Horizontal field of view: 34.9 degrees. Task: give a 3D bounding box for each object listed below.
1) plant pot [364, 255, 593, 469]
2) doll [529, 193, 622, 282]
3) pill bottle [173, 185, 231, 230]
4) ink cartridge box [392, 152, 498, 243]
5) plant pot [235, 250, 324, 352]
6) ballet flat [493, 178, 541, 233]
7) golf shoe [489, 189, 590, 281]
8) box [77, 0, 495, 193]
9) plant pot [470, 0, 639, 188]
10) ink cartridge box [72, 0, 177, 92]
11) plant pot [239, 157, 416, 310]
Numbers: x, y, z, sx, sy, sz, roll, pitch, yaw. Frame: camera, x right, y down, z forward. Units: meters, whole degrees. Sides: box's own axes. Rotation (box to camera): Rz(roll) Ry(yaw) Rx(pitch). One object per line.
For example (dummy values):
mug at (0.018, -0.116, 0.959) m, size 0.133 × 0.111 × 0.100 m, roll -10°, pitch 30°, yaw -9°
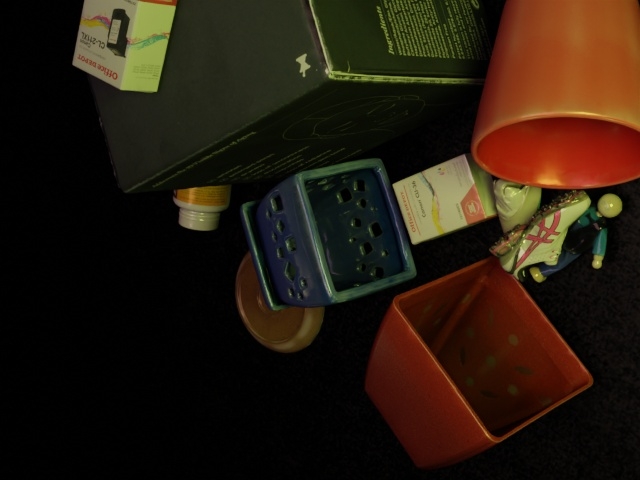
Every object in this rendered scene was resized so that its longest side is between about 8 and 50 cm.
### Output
plant pot at (0.228, 0.226, 1.676) m, size 0.267 × 0.267 × 0.236 m, roll 55°, pitch 137°, yaw 19°
doll at (0.405, -0.008, 1.612) m, size 0.189 × 0.046 × 0.129 m, roll -45°, pitch 57°, yaw 35°
pill bottle at (-0.237, -0.134, 2.075) m, size 0.117 × 0.117 × 0.215 m, roll 20°, pitch 109°, yaw 36°
ink cartridge box at (0.203, -0.066, 1.756) m, size 0.198 × 0.067 × 0.115 m, roll -22°, pitch 84°, yaw 40°
plant pot at (-0.092, 0.115, 2.054) m, size 0.236 × 0.032 × 0.236 m, roll 9°, pitch 104°, yaw 38°
ballet flat at (0.320, -0.111, 1.639) m, size 0.086 × 0.086 × 0.248 m, roll 25°, pitch 111°, yaw 34°
golf shoe at (0.357, -0.008, 1.592) m, size 0.086 × 0.067 × 0.186 m, roll 51°, pitch 127°, yaw 3°
box at (-0.044, -0.295, 1.659) m, size 0.480 × 0.471 × 0.297 m, roll -23°, pitch 83°, yaw 39°
plant pot at (0.356, -0.232, 1.469) m, size 0.275 × 0.275 × 0.243 m, roll -9°, pitch 67°, yaw 40°
ink cartridge box at (-0.287, -0.320, 1.502) m, size 0.127 × 0.072 × 0.175 m, roll 29°, pitch 112°, yaw 34°
plant pot at (0.000, 0.000, 1.834) m, size 0.212 × 0.236 × 0.236 m, roll -19°, pitch 86°, yaw 45°
